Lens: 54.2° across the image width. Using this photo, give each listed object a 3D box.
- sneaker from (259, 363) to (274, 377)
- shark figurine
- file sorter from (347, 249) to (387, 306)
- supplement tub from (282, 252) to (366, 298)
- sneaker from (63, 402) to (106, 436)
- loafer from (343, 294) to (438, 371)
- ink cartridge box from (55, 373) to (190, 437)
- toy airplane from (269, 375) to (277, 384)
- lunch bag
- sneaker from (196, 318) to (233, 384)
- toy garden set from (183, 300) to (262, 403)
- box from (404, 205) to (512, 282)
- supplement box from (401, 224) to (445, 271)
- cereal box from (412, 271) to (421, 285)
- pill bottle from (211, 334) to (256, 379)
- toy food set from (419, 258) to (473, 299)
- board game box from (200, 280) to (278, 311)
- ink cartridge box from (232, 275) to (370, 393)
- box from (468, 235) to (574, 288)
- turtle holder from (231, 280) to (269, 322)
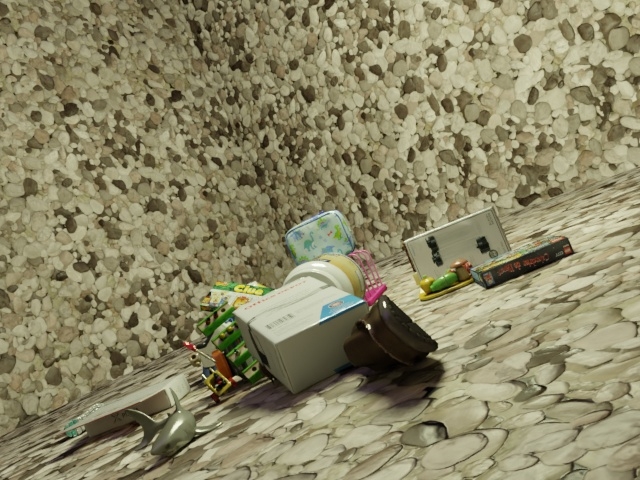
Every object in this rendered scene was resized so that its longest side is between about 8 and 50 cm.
[{"bbox_3d":[-0.065,0.293,1.575,0.192,0.064,0.086,-25,-10,-16],"label":"sneaker"},{"bbox_3d":[-0.320,0.373,1.337,0.166,0.116,0.278,-22,1,-28],"label":"shark figurine"},{"bbox_3d":[0.089,0.155,2.261,0.202,0.182,0.291,-23,0,18],"label":"file sorter"},{"bbox_3d":[0.009,0.166,1.961,0.228,0.228,0.316,-23,0,15],"label":"supplement tub"},{"bbox_3d":[-0.768,0.587,2.049,0.167,0.064,0.076,-21,-5,-44],"label":"sneaker"},{"bbox_3d":[0.117,0.194,1.150,0.130,0.134,0.366,-46,-8,-5],"label":"loafer"},{"bbox_3d":[-0.562,0.496,1.808,0.296,0.066,0.261,-23,0,14],"label":"ink cartridge box"},{"bbox_3d":[-0.050,0.295,1.464,0.151,0.028,0.151,-21,19,7],"label":"toy airplane"},{"bbox_3d":[0.000,0.000,2.161,0.219,0.176,0.090,-25,1,13],"label":"lunch bag"},{"bbox_3d":[-0.247,0.300,1.936,0.316,0.182,0.127,-23,2,-15],"label":"sneaker"},{"bbox_3d":[-0.251,0.281,1.615,0.204,0.244,0.049,-40,-35,-21],"label":"toy garden set"},{"bbox_3d":[0.426,0.021,1.939,0.290,0.169,0.087,-24,0,19],"label":"box"},{"bbox_3d":[0.443,0.032,2.445,0.194,0.129,0.191,-23,0,-1],"label":"supplement box"},{"bbox_3d":[0.419,0.085,2.125,0.173,0.047,0.240,-22,-1,19],"label":"cereal box"},{"bbox_3d":[-0.169,0.295,1.707,0.246,0.130,0.130,-23,0,-9],"label":"pill bottle"},{"bbox_3d":[0.370,0.097,1.766,0.218,0.071,0.128,-23,0,7],"label":"toy food set"},{"bbox_3d":[-0.241,0.193,2.010,0.260,0.030,0.136,6,32,16],"label":"board game box"},{"bbox_3d":[-0.041,0.204,1.442,0.223,0.128,0.307,-24,16,-20],"label":"ink cartridge box"},{"bbox_3d":[0.510,0.052,1.610,0.233,0.044,0.159,-23,0,4],"label":"box"},{"bbox_3d":[-0.207,0.255,2.132,0.320,0.227,0.243,-24,0,18],"label":"turtle holder"}]
